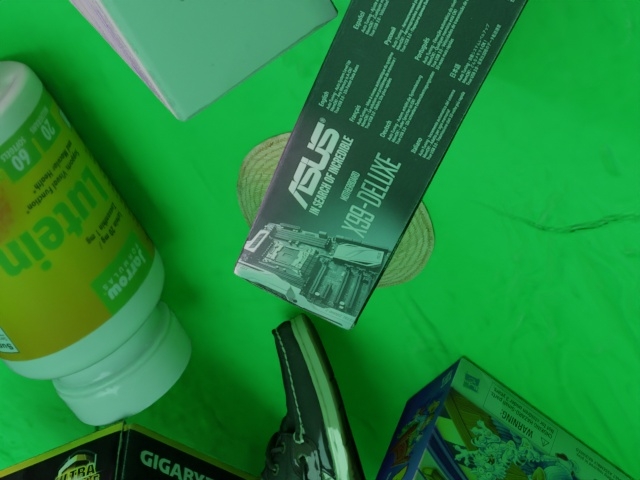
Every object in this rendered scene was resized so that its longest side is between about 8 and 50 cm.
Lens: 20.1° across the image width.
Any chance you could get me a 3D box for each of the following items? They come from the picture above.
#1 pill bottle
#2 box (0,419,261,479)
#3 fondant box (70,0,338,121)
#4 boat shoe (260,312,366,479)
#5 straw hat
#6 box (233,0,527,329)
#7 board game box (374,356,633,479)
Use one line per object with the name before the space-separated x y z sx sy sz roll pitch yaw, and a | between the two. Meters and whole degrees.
pill bottle | -0.194 0.009 1.259 0.136 0.136 0.246 -12 124 34
box | -0.114 0.258 1.416 0.322 0.079 0.257 29 143 -35
fondant box | -0.141 -0.226 0.890 0.238 0.096 0.330 58 172 -34
boat shoe | -0.007 0.166 1.299 0.073 0.080 0.224 -15 97 2
straw hat | 0.000 0.000 1.212 0.144 0.061 0.144 14 135 14
box | 0.069 -0.136 0.922 0.076 0.242 0.307 27 137 1
board game box | 0.181 0.275 1.255 0.347 0.233 0.078 36 136 -9
